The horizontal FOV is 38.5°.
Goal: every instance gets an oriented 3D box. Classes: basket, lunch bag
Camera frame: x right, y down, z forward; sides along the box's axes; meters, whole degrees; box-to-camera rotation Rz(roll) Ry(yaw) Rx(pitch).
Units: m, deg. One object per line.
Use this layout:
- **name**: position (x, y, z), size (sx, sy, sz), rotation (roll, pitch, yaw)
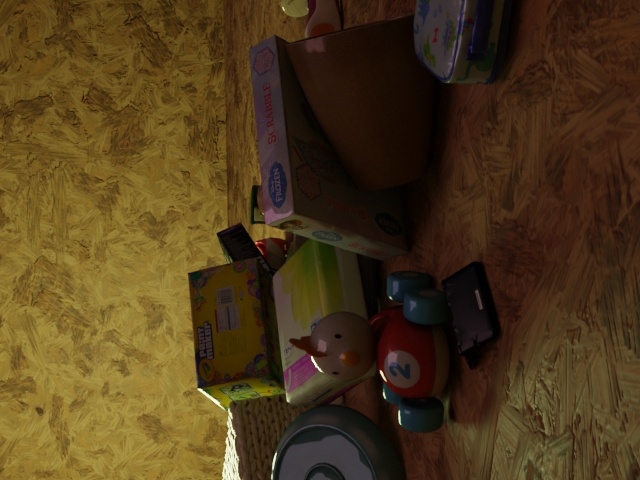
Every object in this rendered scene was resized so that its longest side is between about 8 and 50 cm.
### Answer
- **basket**: position (-0.069, 0.552, 2.066), size (0.331, 0.267, 0.328), rotation (-105, 18, -50)
- **lunch bag**: position (0.194, -0.323, 1.224), size (0.176, 0.090, 0.218), rotation (-117, 29, -63)

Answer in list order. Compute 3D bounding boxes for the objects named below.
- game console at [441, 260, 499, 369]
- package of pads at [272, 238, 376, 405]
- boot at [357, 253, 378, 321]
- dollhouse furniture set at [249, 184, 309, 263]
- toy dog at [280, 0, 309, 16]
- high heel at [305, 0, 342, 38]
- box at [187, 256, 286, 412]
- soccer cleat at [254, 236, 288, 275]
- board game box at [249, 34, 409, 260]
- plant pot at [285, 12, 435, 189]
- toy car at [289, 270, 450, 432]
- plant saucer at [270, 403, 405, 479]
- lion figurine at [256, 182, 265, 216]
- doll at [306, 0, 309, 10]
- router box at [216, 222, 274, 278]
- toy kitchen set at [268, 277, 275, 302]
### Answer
- **game console**: position (0.223, 0.109, 1.327), size (0.107, 0.071, 0.122), rotation (-37, 51, 37)
- **package of pads**: position (0.000, 0.159, 1.791), size (0.229, 0.101, 0.296), rotation (-44, 48, 54)
- **boot**: position (0.072, 0.132, 1.826), size (0.190, 0.076, 0.208), rotation (-38, 60, 56)
- **dollhouse furniture set**: position (-0.107, 0.036, 2.328), size (0.197, 0.151, 0.301), rotation (-95, 8, -65)
- **toy dog**: position (-0.086, -0.703, 2.192), size (0.220, 0.161, 0.333), rotation (-110, 22, -52)
- **high heel**: position (0.004, -0.514, 2.046), size (0.117, 0.082, 0.243), rotation (-83, -12, -75)
- **box**: position (-0.179, 0.239, 2.199), size (0.279, 0.177, 0.289), rotation (61, -162, -62)
- **soccer cleat**: position (-0.129, 0.092, 2.612), size (0.083, 0.095, 0.248), rotation (104, 160, -48)
- **board game box**: position (0.019, -0.148, 1.565), size (0.066, 0.319, 0.317), rotation (-21, 65, 35)
- **plant pot**: position (0.088, -0.218, 1.468), size (0.237, 0.237, 0.254), rotation (-141, 35, -72)
- **toy car**: position (0.071, 0.176, 1.467), size (0.210, 0.238, 0.219), rotation (-125, 35, -74)
- **plant saucer**: position (0.019, 0.474, 1.745), size (0.318, 0.044, 0.317), rotation (-2, 86, 36)
- **lion figurine**: position (-0.014, -0.214, 1.784), size (0.142, 0.240, 0.391), rotation (123, 144, -67)
- **doll**: position (-0.008, -0.550, 2.134), size (0.129, 0.046, 0.188), rotation (-165, 73, -75)
- **router box**: position (-0.174, 0.139, 2.542), size (0.243, 0.081, 0.308), rotation (52, 163, 47)
- **toy kitchen set**: position (0.001, 0.138, 2.118), size (0.207, 0.166, 0.122), rotation (48, 174, -13)
